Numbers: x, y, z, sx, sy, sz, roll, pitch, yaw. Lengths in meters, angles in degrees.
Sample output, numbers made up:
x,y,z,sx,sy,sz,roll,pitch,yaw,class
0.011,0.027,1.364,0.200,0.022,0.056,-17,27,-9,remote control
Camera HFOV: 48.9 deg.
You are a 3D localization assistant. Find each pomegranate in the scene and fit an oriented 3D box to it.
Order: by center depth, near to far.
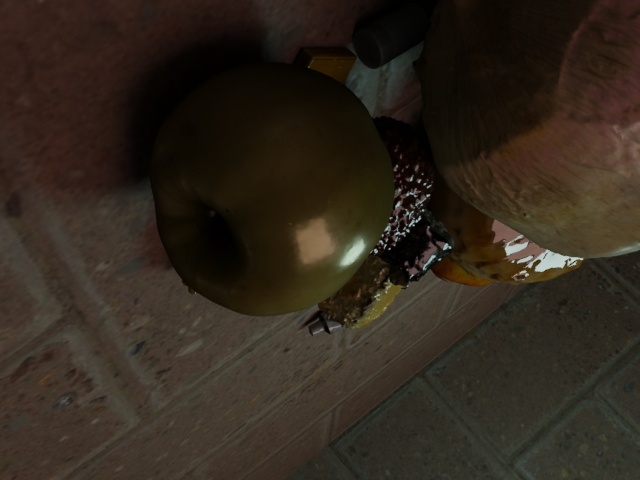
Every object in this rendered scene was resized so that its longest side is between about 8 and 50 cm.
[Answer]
x,y,z,sx,sy,sz,roll,pitch,yaw,class
0.316,-0.006,1.475,0.210,0.210,0.235,-39,175,-8,pomegranate

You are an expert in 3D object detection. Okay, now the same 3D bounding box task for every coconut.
x,y,z,sx,sy,sz,roll,pitch,yaw,class
0.290,-0.198,0.833,0.405,0.404,0.404,-35,157,-17,coconut

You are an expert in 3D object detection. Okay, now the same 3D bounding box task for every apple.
x,y,z,sx,sy,sz,roll,pitch,yaw,class
-0.046,-0.053,0.738,0.262,0.262,0.262,-35,157,-17,apple

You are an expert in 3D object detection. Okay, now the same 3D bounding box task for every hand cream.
x,y,z,sx,sy,sz,roll,pitch,yaw,class
0.083,0.129,1.528,0.257,0.084,0.050,-38,150,-1,hand cream

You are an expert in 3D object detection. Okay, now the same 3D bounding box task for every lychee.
x,y,z,sx,sy,sz,roll,pitch,yaw,class
0.058,-0.067,0.927,0.188,0.188,0.188,-35,157,-17,lychee

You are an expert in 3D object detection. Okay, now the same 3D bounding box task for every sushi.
x,y,z,sx,sy,sz,roll,pitch,yaw,class
0.105,-0.041,1.089,0.115,0.212,0.147,-40,-177,19,sushi

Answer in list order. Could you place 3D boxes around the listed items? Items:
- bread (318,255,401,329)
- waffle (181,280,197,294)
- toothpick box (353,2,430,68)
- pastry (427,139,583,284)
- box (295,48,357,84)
x,y,z,sx,sy,sz,roll,pitch,yaw,class
0.103,0.060,1.368,0.174,0.121,0.245,-27,151,-52,bread
-0.112,-0.007,0.959,0.193,0.070,0.197,-25,155,-37,waffle
0.087,-0.250,0.860,0.083,0.052,0.052,-34,157,-22,toothpick box
0.355,-0.116,1.216,0.410,0.245,0.409,-12,125,-18,pastry
-0.021,-0.168,0.873,0.087,0.023,0.155,-13,144,-46,box
